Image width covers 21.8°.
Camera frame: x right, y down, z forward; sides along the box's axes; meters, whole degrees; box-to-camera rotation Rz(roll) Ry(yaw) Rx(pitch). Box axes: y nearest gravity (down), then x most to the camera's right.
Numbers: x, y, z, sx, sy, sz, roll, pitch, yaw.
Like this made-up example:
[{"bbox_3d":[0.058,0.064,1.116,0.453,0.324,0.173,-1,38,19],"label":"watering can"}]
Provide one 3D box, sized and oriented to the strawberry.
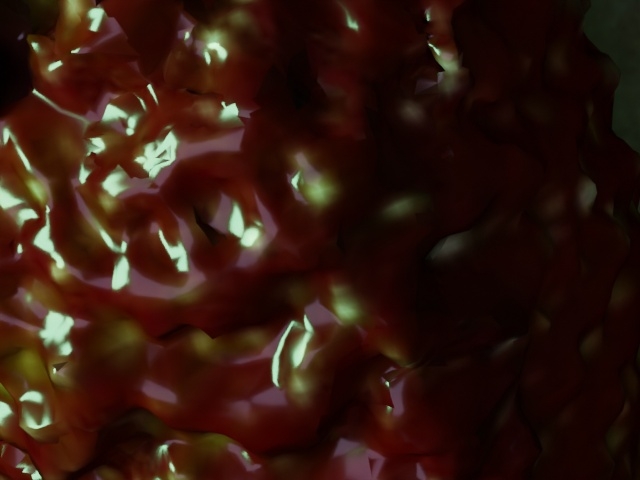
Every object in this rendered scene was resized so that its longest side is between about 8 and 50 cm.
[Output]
[{"bbox_3d":[0.002,-0.002,0.551,0.292,0.292,0.343,-32,121,26],"label":"strawberry"}]
